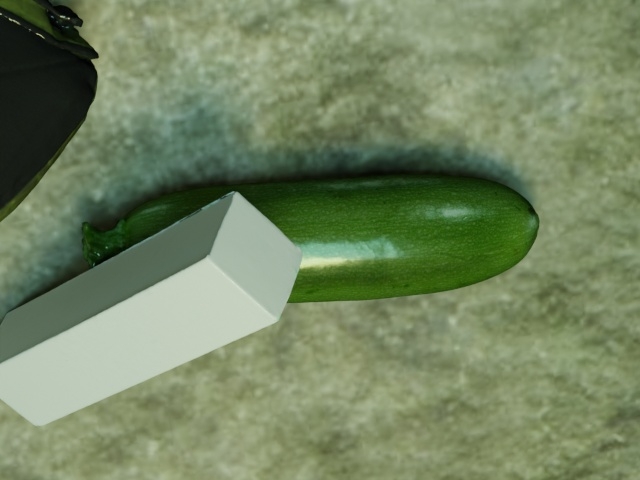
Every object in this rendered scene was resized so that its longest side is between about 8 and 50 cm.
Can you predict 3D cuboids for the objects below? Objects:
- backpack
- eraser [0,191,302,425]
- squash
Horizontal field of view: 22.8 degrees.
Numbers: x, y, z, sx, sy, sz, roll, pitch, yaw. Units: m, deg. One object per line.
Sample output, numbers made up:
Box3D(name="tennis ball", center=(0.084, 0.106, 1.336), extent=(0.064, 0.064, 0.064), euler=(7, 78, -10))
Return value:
Box3D(name="backpack", center=(-0.291, -0.134, 1.169), extent=(0.253, 0.140, 0.207), euler=(48, 57, -26))
Box3D(name="eraser", center=(-0.150, 0.061, 1.265), extent=(0.298, 0.076, 0.078), euler=(-26, 122, 38))
Box3D(name="squash", center=(0.000, 0.000, 1.331), extent=(0.395, 0.107, 0.107), euler=(-2, 114, -9))
